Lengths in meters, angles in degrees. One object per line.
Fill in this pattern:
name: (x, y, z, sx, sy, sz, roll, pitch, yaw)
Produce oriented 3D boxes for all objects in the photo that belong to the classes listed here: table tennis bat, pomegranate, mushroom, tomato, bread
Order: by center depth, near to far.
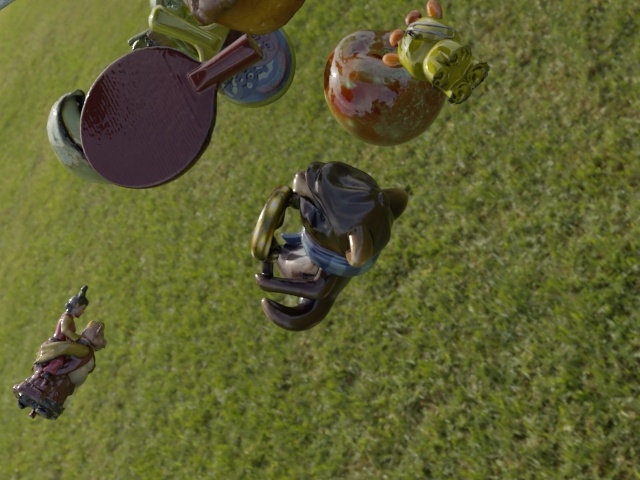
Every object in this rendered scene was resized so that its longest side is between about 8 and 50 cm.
bread: (-0.113, -0.480, 1.248, 0.312, 0.172, 0.312, -32, 49, 46)
table tennis bat: (-0.293, -0.264, 1.467, 0.414, 0.051, 0.268, -30, 81, 15)
tomato: (0.137, -0.325, 1.656, 0.270, 0.270, 0.223, -98, 10, -45)
table tennis bat: (-0.232, -0.462, 1.821, 0.224, 0.368, 0.054, -65, 13, 4)
pomegranate: (-0.335, -0.576, 1.950, 0.340, 0.260, 0.260, -35, 34, -4)
mushroom: (-0.618, -0.247, 2.029, 0.164, 0.267, 0.189, -24, 41, 41)

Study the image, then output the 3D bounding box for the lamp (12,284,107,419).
lamp: (-0.478, 0.214, 1.451, 0.118, 0.118, 0.253, -16, 39, 44)

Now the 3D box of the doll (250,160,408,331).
doll: (-0.004, -0.003, 1.347, 0.318, 0.209, 0.340, -42, -6, -34)

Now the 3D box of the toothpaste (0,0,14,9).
toothpaste: (-0.691, -0.448, 1.518, 0.218, 0.052, 0.033, -26, 28, 20)

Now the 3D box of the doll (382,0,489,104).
doll: (0.191, -0.330, 1.332, 0.143, 0.135, 0.221, -49, 45, 19)
